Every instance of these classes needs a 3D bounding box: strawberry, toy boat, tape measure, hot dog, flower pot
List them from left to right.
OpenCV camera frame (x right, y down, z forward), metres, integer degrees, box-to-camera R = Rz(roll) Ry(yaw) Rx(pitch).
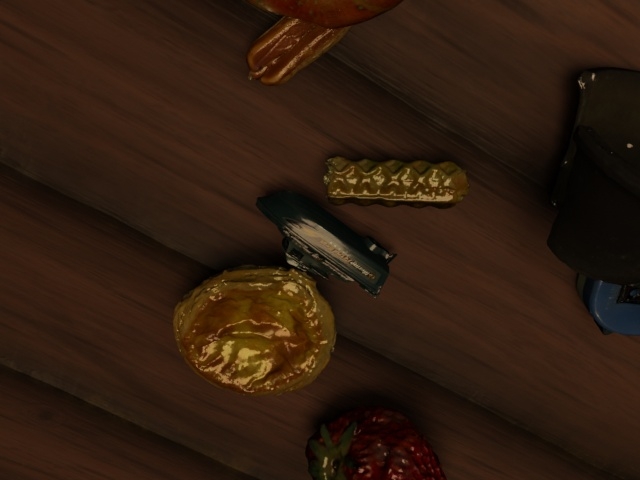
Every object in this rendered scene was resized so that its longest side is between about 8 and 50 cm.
[{"bbox_3d":[-0.033,-0.344,0.981,0.236,0.062,0.092,-33,111,15],"label":"hot dog"},{"bbox_3d":[-0.001,0.003,1.124,0.296,0.114,0.122,33,105,-13],"label":"toy boat"},{"bbox_3d":[0.150,0.508,1.293,0.310,0.292,0.291,-4,120,-24],"label":"strawberry"},{"bbox_3d":[0.530,-0.077,0.960,0.379,0.379,0.251,13,134,-4],"label":"flower pot"},{"bbox_3d":[0.634,0.029,1.121,0.215,0.098,0.351,4,114,0],"label":"tape measure"}]

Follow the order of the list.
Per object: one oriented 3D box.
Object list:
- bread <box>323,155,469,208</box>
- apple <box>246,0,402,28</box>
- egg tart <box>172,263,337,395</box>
[{"bbox_3d":[0.140,-0.106,1.078,0.269,0.087,0.098,2,116,2],"label":"bread"},{"bbox_3d":[0.015,-0.468,0.770,0.340,0.339,0.339,1,117,2],"label":"apple"},{"bbox_3d":[-0.132,0.176,1.208,0.341,0.132,0.341,2,118,3],"label":"egg tart"}]
